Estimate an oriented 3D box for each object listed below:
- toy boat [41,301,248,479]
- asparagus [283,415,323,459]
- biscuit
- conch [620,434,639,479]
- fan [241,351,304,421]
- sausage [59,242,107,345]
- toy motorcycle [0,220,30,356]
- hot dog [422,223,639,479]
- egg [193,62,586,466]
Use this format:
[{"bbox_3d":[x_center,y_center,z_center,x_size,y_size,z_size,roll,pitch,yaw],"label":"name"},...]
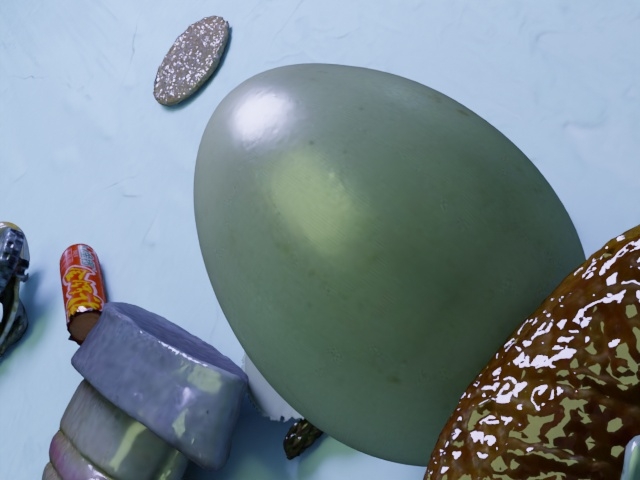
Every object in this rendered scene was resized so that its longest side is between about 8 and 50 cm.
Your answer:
[{"bbox_3d":[-0.161,0.171,0.803,0.293,0.111,0.276,-59,28,11],"label":"toy boat"},{"bbox_3d":[0.059,0.059,0.697,0.248,0.025,0.024,-45,65,15],"label":"asparagus"},{"bbox_3d":[-0.142,-0.196,1.156,0.120,0.015,0.120,-30,42,31],"label":"biscuit"},{"bbox_3d":[0.234,0.158,0.252,0.249,0.197,0.368,-52,25,21],"label":"conch"},{"bbox_3d":[-0.001,0.000,0.808,0.191,0.009,0.329,-40,33,24],"label":"fan"},{"bbox_3d":[-0.231,0.043,1.041,0.050,0.048,0.145,-41,34,11],"label":"sausage"},{"bbox_3d":[-0.372,0.071,1.155,0.229,0.094,0.130,-57,28,20],"label":"toy motorcycle"},{"bbox_3d":[0.144,0.089,0.450,0.227,0.160,0.099,-41,-9,0],"label":"hot dog"},{"bbox_3d":[0.034,0.008,0.590,0.188,0.253,0.188,-44,-10,-10],"label":"egg"}]
